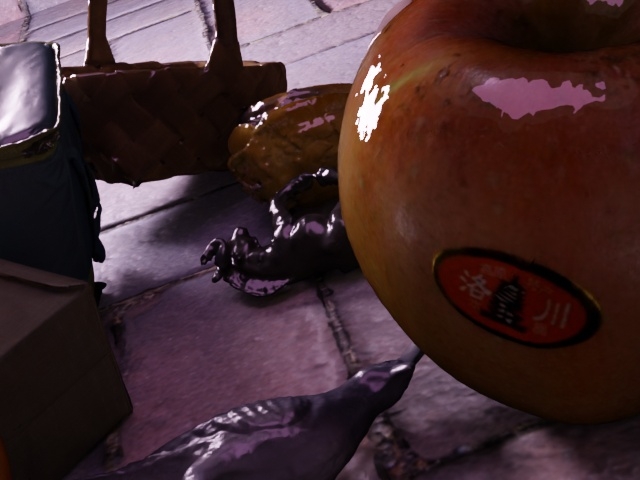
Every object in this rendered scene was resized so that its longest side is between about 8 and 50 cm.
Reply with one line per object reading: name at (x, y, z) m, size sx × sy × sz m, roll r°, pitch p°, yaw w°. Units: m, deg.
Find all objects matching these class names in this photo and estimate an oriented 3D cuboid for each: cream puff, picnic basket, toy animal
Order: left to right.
picnic basket at (-0.204, -0.240, 1.344) m, size 0.293 × 0.337 × 0.337 m, roll 9°, pitch 37°, yaw 44°
toy animal at (-0.067, 0.173, 0.766) m, size 0.367 × 0.081 × 0.206 m, roll -23°, pitch 16°, yaw -1°
cream puff at (-0.015, -0.102, 1.218) m, size 0.189 × 0.129 × 0.189 m, roll -18°, pitch -4°, yaw -1°
toy animal at (0.000, 0.000, 1.094) m, size 0.233 × 0.084 × 0.148 m, roll -8°, pitch 39°, yaw 21°

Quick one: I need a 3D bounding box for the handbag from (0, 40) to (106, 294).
handbag at (-0.351, -0.054, 1.133) m, size 0.222 × 0.241 × 0.263 m, roll -7°, pitch 34°, yaw -8°

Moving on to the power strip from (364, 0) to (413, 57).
power strip at (0.134, -0.221, 1.334) m, size 0.154 × 0.154 × 0.078 m, roll -7°, pitch 35°, yaw 24°

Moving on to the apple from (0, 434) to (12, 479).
apple at (-0.332, 0.172, 0.742) m, size 0.241 × 0.242 × 0.242 m, roll -32°, pitch 17°, yaw 31°

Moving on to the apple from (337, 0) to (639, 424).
apple at (0.174, -0.029, 0.767) m, size 0.339 × 0.305 × 0.338 m, roll -5°, pitch 35°, yaw 4°

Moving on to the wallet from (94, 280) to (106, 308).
wallet at (-0.393, 0.136, 1.123) m, size 0.323 × 0.041 × 0.247 m, roll -12°, pitch 27°, yaw 3°

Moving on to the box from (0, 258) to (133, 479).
box at (-0.312, 0.110, 0.943) m, size 0.231 × 0.155 × 0.149 m, roll 13°, pitch 40°, yaw 31°
